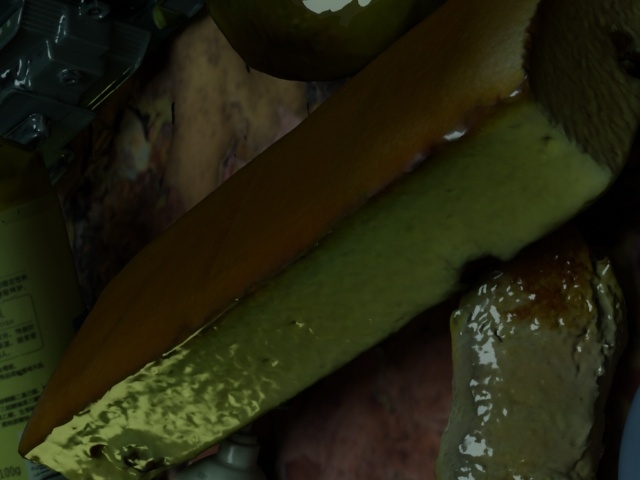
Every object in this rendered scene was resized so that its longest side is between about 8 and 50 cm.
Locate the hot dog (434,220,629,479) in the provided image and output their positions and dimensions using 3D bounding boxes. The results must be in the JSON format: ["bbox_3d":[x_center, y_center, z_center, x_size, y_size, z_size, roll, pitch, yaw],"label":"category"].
[{"bbox_3d":[0.089,0.072,0.775,0.078,0.061,0.169,10,79,7],"label":"hot dog"}]

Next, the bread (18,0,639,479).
[{"bbox_3d":[0.000,0.000,0.836,0.361,0.077,0.138,-36,21,39],"label":"bread"}]

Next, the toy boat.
[{"bbox_3d":[-0.186,-0.094,1.056,0.296,0.114,0.122,-38,50,39],"label":"toy boat"}]

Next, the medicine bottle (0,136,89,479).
[{"bbox_3d":[-0.180,0.060,0.980,0.124,0.124,0.239,-4,102,46],"label":"medicine bottle"}]

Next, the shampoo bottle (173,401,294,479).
[{"bbox_3d":[-0.054,0.145,0.935,0.077,0.045,0.152,23,104,48],"label":"shampoo bottle"}]

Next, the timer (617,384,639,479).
[{"bbox_3d":[0.211,0.122,0.609,0.175,0.175,0.255,-39,88,37],"label":"timer"}]

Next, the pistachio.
[{"bbox_3d":[-0.005,-0.139,0.875,0.189,0.110,0.100,7,59,47],"label":"pistachio"}]
